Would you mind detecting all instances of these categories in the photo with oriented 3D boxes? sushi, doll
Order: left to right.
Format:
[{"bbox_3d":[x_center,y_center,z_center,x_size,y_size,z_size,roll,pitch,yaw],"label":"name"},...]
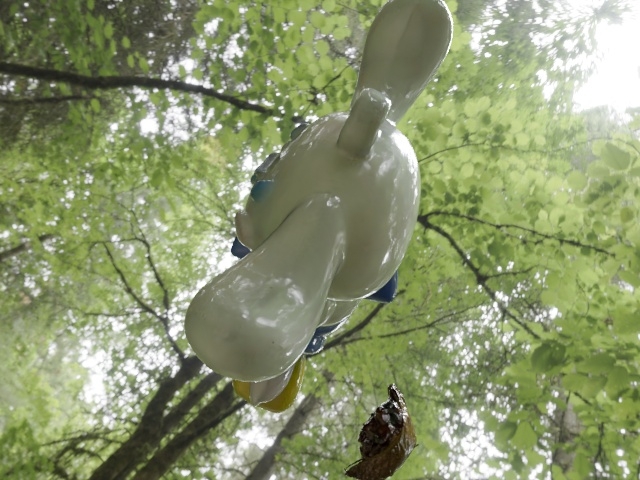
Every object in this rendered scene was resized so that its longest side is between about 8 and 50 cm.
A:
[{"bbox_3d":[-0.007,-0.006,0.523,0.187,0.376,0.365,41,-30,14],"label":"doll"},{"bbox_3d":[0.062,0.183,0.504,0.050,0.099,0.047,-26,-70,41],"label":"sushi"}]
